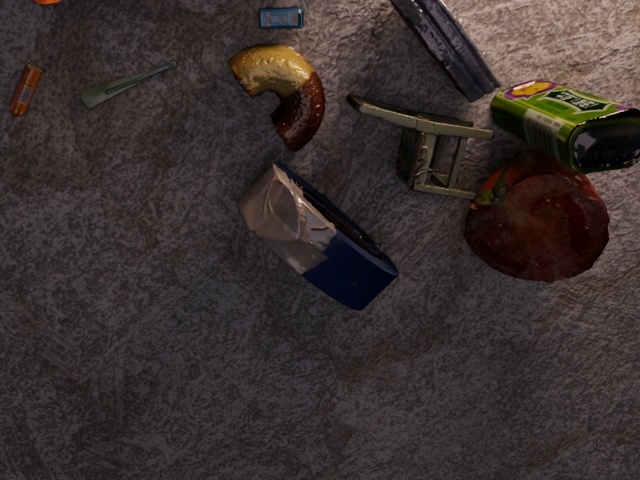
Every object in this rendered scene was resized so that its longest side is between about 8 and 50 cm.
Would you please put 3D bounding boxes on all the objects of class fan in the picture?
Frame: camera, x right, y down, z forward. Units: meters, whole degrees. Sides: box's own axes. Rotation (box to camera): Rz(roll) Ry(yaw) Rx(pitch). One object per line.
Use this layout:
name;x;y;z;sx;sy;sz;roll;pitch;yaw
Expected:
fan;-0.357;-0.296;1.145;0.193;0.016;0.038;-22;111;3

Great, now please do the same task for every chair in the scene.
chair;0.175;-0.178;1.189;0.270;0.136;0.147;8;110;-11

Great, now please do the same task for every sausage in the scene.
sausage;-0.544;-0.270;1.126;0.031;0.031;0.107;28;107;-17

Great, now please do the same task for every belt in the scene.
belt;0.000;0.000;1.205;0.347;0.212;0.117;39;105;-24

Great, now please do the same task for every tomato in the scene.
tomato;0.446;-0.068;1.253;0.309;0.170;0.309;12;143;10

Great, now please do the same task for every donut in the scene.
donut;-0.069;-0.276;1.149;0.141;0.085;0.217;-39;110;10

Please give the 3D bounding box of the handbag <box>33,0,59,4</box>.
handbag;-0.519;-0.507;0.884;0.410;0.303;0.116;32;107;-16

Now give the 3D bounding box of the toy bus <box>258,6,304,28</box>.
toy bus;-0.071;-0.403;1.116;0.083;0.046;0.038;-3;113;-4

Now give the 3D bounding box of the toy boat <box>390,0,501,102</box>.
toy boat;0.221;-0.376;1.118;0.078;0.127;0.283;-39;113;17

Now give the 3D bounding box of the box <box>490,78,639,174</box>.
box;0.426;-0.210;1.090;0.134;0.345;0.097;-17;113;0
